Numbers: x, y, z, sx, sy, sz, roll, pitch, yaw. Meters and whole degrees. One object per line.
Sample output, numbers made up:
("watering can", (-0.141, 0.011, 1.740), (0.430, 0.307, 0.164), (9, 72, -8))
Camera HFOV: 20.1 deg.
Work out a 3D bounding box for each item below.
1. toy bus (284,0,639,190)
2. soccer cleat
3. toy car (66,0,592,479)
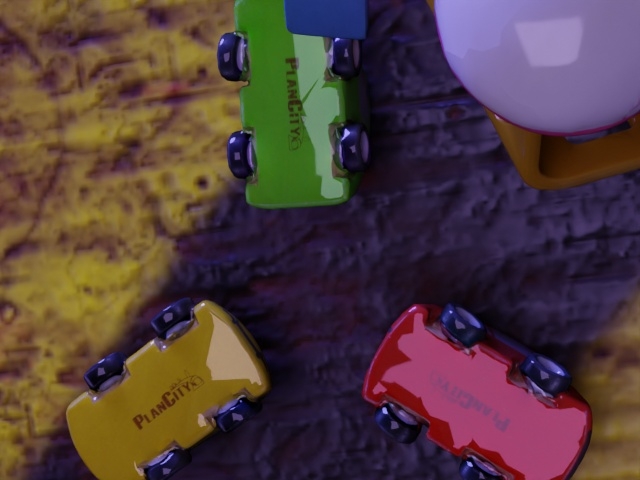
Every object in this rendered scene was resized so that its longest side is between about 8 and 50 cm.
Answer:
("toy bus", (0.085, -0.116, 0.721), (0.191, 0.202, 0.104), (21, 146, 16))
("soccer cleat", (0.142, -0.187, 0.606), (0.116, 0.143, 0.331), (31, 69, 12))
("toy car", (0.000, 0.000, 0.792), (0.239, 0.053, 0.225), (-2, 95, 18))
